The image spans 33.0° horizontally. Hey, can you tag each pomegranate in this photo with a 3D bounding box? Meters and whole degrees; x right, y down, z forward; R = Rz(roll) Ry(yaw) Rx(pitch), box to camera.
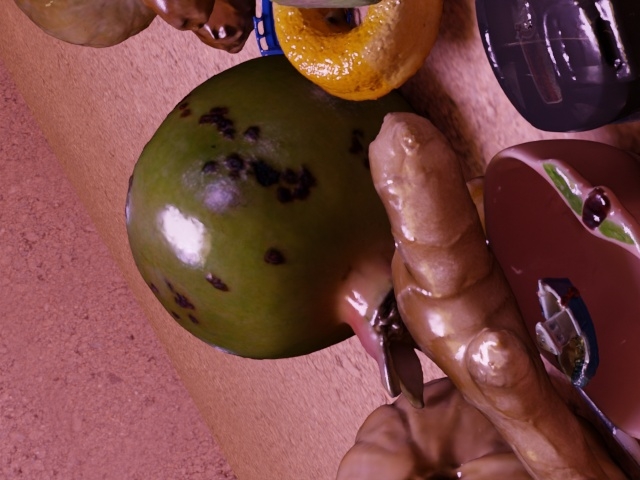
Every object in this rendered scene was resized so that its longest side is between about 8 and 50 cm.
[{"bbox_3d":[-0.016,-0.016,0.934,0.323,0.290,0.291,46,155,54],"label":"pomegranate"}]

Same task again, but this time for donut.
[{"bbox_3d":[0.023,-0.186,0.843,0.151,0.058,0.152,-6,80,35],"label":"donut"}]

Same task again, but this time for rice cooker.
[{"bbox_3d":[0.157,-0.124,0.615,0.165,0.106,0.112,10,124,63],"label":"rice cooker"}]

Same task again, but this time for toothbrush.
[{"bbox_3d":[0.231,0.136,0.884,0.288,0.024,0.026,56,174,19],"label":"toothbrush"}]

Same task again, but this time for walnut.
[{"bbox_3d":[0.138,0.262,0.920,0.296,0.285,0.285,-103,4,-47],"label":"walnut"},{"bbox_3d":[-0.298,-0.366,1.323,0.283,0.282,0.227,45,125,44],"label":"walnut"}]

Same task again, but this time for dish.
[{"bbox_3d":[0.202,0.017,0.699,0.213,0.090,0.213,54,162,27],"label":"dish"}]

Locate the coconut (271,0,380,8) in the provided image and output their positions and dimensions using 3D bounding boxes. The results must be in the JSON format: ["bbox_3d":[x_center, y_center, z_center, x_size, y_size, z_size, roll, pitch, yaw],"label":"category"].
[{"bbox_3d":[0.019,-0.257,0.648,0.205,0.235,0.236,-99,-7,-65],"label":"coconut"}]

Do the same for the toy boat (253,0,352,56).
[{"bbox_3d":[-0.018,-0.225,0.959,0.110,0.091,0.175,-92,-2,-56],"label":"toy boat"}]

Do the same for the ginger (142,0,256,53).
[{"bbox_3d":[-0.117,-0.331,0.940,0.358,0.152,0.274,85,172,-50],"label":"ginger"}]

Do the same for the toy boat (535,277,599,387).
[{"bbox_3d":[0.153,0.058,0.687,0.038,0.038,0.083,29,145,60],"label":"toy boat"}]

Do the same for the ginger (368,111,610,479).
[{"bbox_3d":[0.116,0.069,0.743,0.334,0.081,0.148,61,160,4],"label":"ginger"}]

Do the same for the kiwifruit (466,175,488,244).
[{"bbox_3d":[0.151,0.000,0.845,0.124,0.075,0.075,47,155,32],"label":"kiwifruit"}]
